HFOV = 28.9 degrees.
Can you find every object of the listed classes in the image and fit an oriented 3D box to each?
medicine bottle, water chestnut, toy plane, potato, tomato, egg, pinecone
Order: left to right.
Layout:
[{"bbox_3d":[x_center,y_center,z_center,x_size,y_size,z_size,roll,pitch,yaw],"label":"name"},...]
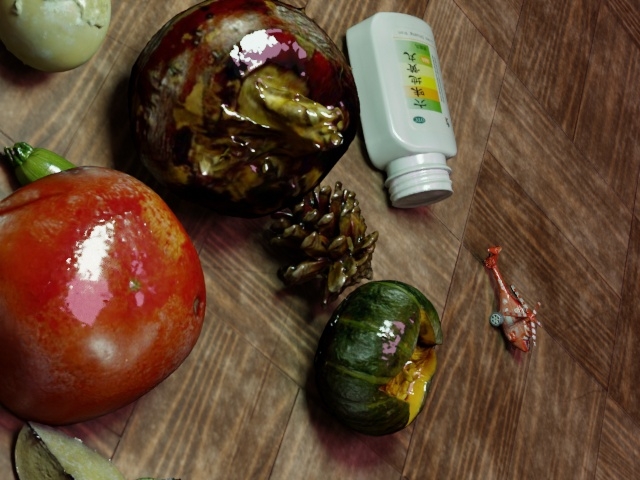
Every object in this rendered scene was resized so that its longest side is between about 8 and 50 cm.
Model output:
[{"bbox_3d":[-0.350,-0.316,1.604,0.164,0.164,0.202,-3,72,-49],"label":"egg"},{"bbox_3d":[-0.297,0.301,1.480,0.172,0.089,0.100,42,15,15],"label":"potato"},{"bbox_3d":[-0.261,0.065,1.505,0.338,0.143,0.339,5,83,-45],"label":"tomato"},{"bbox_3d":[-0.088,-0.175,1.712,0.335,0.347,0.335,-18,126,-26],"label":"water chestnut"},{"bbox_3d":[0.004,0.000,1.866,0.149,0.179,0.195,-14,76,-20],"label":"pinecone"},{"bbox_3d":[0.147,-0.224,2.162,0.179,0.124,0.324,6,71,-47],"label":"medicine bottle"},{"bbox_3d":[0.339,0.112,2.275,0.194,0.077,0.126,55,37,-5],"label":"toy plane"}]

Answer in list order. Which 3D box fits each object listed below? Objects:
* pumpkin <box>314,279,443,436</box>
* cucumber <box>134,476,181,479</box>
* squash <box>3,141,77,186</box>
[{"bbox_3d":[0.083,0.174,1.862,0.238,0.159,0.238,-26,121,-53],"label":"pumpkin"},{"bbox_3d":[-0.165,0.404,1.585,0.067,0.067,0.245,-35,103,-50],"label":"cucumber"},{"bbox_3d":[-0.302,-0.046,1.616,0.258,0.069,0.069,37,49,-33],"label":"squash"}]
